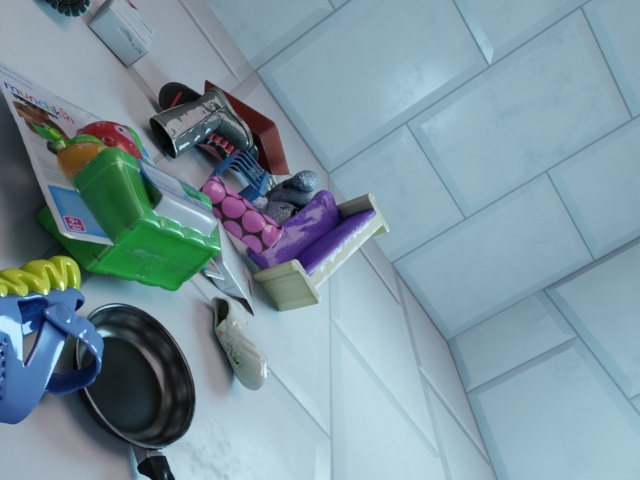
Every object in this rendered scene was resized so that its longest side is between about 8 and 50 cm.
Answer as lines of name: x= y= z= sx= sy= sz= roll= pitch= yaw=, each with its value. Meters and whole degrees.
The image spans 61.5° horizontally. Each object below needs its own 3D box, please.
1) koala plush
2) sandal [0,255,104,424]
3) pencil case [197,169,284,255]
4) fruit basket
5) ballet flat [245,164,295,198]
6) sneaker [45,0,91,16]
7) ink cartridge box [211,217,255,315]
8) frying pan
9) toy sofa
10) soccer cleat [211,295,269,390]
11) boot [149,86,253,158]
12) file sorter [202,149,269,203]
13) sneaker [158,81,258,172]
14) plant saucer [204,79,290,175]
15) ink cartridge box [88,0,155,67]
koala plush: x=-0.109 y=-0.063 z=1.470 sx=0.221 sy=0.203 sz=0.196 roll=-43 pitch=117 yaw=-57
sandal: x=-0.296 y=0.103 z=0.476 sx=0.138 sy=0.126 sz=0.317 roll=57 pitch=15 yaw=0
pencil case: x=-0.178 y=-0.056 z=1.197 sx=0.209 sy=0.095 sz=0.098 roll=39 pitch=8 yaw=-2
fruit basket: x=-0.306 y=-0.103 z=0.826 sx=0.353 sy=0.165 sz=0.327 roll=61 pitch=13 yaw=26
ballet flat: x=-0.093 y=-0.119 z=1.675 sx=0.409 sy=0.147 sz=0.147 roll=58 pitch=13 yaw=6
sneaker: x=-0.584 y=-0.572 z=1.073 sx=0.283 sy=0.110 sz=0.122 roll=53 pitch=-4 yaw=-30
ink cartridge box: x=-0.195 y=0.062 z=1.147 sx=0.145 sy=0.045 sz=0.179 roll=-107 pitch=178 yaw=-49
frying pan: x=-0.204 y=0.228 z=0.677 sx=0.326 sy=0.053 sz=0.197 roll=61 pitch=15 yaw=7
toy sofa: x=0.000 y=0.000 z=1.331 sx=0.362 sy=0.150 sz=0.177 roll=-41 pitch=106 yaw=-42
soccer cleat: x=-0.151 y=0.180 z=0.957 sx=0.076 sy=0.068 sz=0.196 roll=36 pitch=18 yaw=-45
boot: x=-0.274 y=-0.251 z=1.267 sx=0.190 sy=0.076 sz=0.208 roll=52 pitch=43 yaw=-15
file sorter: x=-0.212 y=-0.146 z=1.342 sx=0.104 sy=0.118 sz=0.170 roll=50 pitch=15 yaw=-18
sneaker: x=-0.309 y=-0.292 z=1.416 sx=0.314 sy=0.116 sz=0.136 roll=40 pitch=-4 yaw=-40
plant saucer: x=-0.213 y=-0.299 z=1.517 sx=0.259 sy=0.048 sz=0.258 roll=34 pitch=-16 yaw=18
ink cartridge box: x=-0.481 y=-0.520 z=1.316 sx=0.127 sy=0.072 sz=0.175 roll=49 pitch=16 yaw=-34
